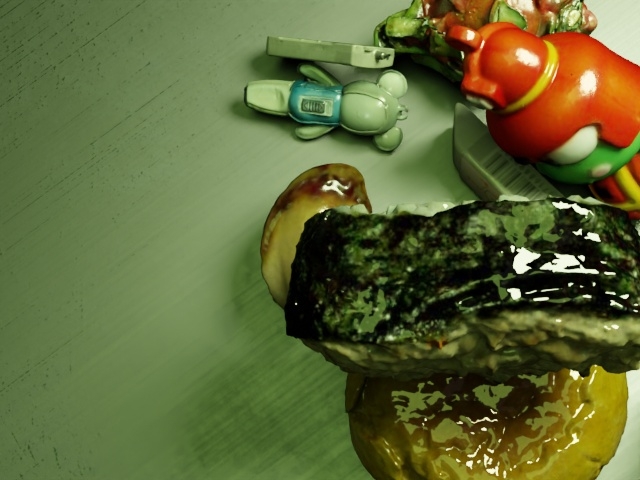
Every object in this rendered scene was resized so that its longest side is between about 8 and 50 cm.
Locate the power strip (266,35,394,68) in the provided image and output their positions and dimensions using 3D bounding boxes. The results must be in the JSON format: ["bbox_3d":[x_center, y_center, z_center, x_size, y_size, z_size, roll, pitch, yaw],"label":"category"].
[{"bbox_3d":[0.013,-0.258,1.057,0.227,0.080,0.029,21,111,45],"label":"power strip"}]

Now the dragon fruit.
[{"bbox_3d":[0.209,-0.278,1.010,0.269,0.198,0.200,-21,30,2],"label":"dragon fruit"}]

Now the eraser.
[{"bbox_3d":[0.277,-0.033,0.989,0.061,0.089,0.352,-41,73,-5],"label":"eraser"}]

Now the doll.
[{"bbox_3d":[0.290,-0.154,0.903,0.363,0.183,0.160,24,91,-24],"label":"doll"}]

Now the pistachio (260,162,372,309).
[{"bbox_3d":[0.000,0.000,1.010,0.165,0.130,0.210,15,97,-28],"label":"pistachio"}]

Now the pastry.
[{"bbox_3d":[0.187,0.162,0.916,0.356,0.164,0.355,-3,71,10],"label":"pastry"}]

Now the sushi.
[{"bbox_3d":[0.140,0.053,0.771,0.350,0.211,0.170,-1,77,12],"label":"sushi"}]

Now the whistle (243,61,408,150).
[{"bbox_3d":[0.008,-0.193,1.085,0.236,0.077,0.113,9,117,14],"label":"whistle"}]
